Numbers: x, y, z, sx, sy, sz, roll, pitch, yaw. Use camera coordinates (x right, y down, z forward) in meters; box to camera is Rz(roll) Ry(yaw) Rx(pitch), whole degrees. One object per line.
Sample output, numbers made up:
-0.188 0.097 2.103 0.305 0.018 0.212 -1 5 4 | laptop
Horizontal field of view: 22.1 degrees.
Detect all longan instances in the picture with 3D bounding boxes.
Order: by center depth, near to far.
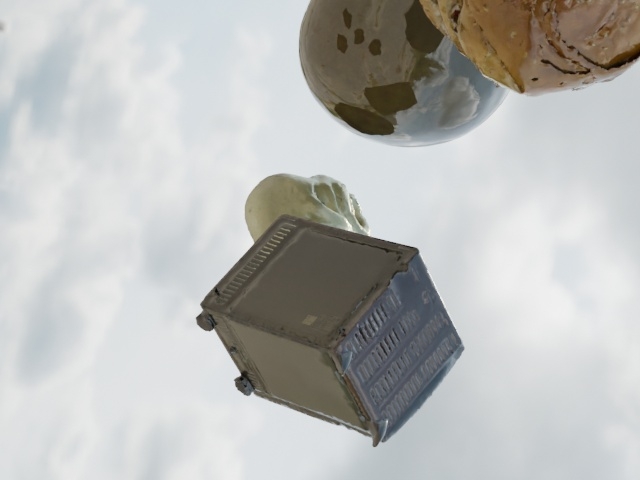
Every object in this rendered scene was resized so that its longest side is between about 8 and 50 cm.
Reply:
0.114 -0.266 2.102 0.319 0.319 0.319 -168 -90 -72 | longan

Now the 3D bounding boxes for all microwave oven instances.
0.015 0.108 1.917 0.247 0.188 0.178 16 -129 43 | microwave oven

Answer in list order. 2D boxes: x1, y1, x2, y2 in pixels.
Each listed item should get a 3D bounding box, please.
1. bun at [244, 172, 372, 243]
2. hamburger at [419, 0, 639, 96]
0.000 0.000 2.161 0.133 0.231 0.231 -28 -142 15 | bun
0.232 -0.285 1.678 0.260 0.245 0.211 -32 -147 3 | hamburger
